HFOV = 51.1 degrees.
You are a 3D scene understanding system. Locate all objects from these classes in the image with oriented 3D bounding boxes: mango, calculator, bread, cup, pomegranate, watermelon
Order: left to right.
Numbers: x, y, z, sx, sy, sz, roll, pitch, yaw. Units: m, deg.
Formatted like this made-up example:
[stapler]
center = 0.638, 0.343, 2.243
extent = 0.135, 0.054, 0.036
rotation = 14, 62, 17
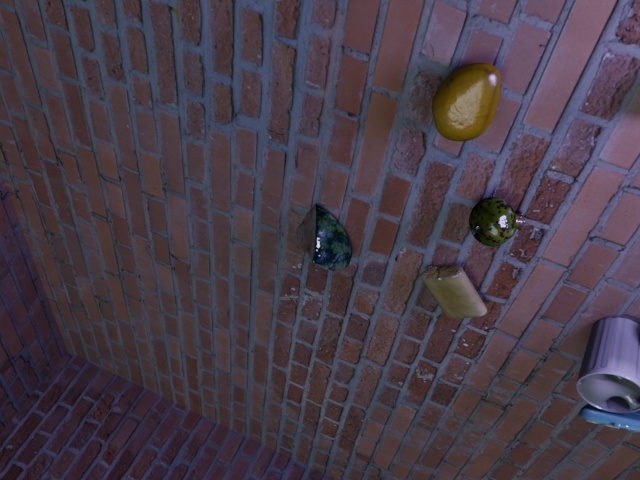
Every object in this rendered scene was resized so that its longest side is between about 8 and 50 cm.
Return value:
[watermelon]
center = 0.019, -0.008, 1.996
extent = 0.207, 0.136, 0.202
rotation = 31, -168, -46
[bread]
center = 0.383, 0.147, 1.913
extent = 0.139, 0.060, 0.178
rotation = -7, 129, 40
[mango]
center = 0.318, -0.299, 1.437
extent = 0.137, 0.098, 0.195
rotation = 35, 134, -2
[pomegranate]
center = 0.438, -0.046, 1.639
extent = 0.161, 0.122, 0.122
rotation = -1, 149, -22
[cup]
center = 0.756, 0.331, 1.757
extent = 0.166, 0.202, 0.221
rotation = 35, 142, -5
[calculator]
center = 0.853, 0.487, 1.823
extent = 0.256, 0.055, 0.386
rotation = 5, 176, 36
